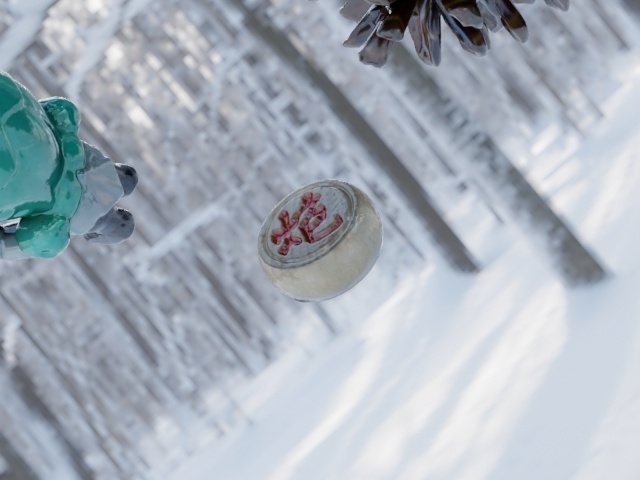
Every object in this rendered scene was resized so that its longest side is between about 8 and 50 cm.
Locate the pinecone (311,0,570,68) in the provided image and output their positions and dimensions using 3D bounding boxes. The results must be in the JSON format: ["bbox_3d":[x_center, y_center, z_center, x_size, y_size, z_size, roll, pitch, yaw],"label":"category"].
[{"bbox_3d":[0.082,-0.241,1.230,0.264,0.264,0.264,-41,-1,-1],"label":"pinecone"}]

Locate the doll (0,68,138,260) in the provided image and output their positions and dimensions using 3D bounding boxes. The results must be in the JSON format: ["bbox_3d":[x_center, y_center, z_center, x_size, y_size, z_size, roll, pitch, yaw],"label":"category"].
[{"bbox_3d":[-0.242,-0.042,1.191,0.153,0.258,0.195,-13,42,31],"label":"doll"}]

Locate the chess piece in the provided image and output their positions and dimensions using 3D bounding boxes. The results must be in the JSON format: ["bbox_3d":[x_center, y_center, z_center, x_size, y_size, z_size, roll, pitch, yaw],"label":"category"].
[{"bbox_3d":[0.000,0.000,1.152,0.083,0.038,0.084,-23,40,21],"label":"chess piece"}]
